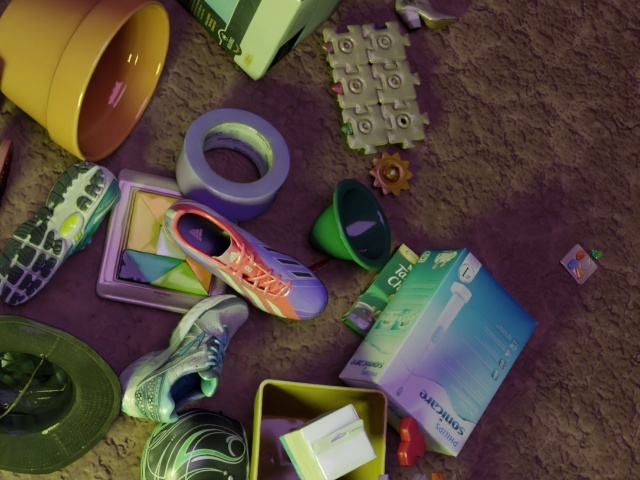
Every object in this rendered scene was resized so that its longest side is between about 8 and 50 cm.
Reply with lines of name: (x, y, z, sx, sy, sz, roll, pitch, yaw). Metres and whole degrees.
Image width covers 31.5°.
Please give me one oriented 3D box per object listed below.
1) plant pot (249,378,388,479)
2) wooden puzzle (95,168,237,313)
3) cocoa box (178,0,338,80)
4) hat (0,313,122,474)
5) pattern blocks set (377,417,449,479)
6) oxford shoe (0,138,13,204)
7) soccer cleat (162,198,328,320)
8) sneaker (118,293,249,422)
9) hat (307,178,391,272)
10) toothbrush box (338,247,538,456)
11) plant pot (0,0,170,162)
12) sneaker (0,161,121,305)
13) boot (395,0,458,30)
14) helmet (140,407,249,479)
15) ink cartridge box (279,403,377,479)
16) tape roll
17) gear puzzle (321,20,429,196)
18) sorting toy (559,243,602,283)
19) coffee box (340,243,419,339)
plant pot: (-0.024, 0.353, 1.869, 0.212, 0.187, 0.212, 8, 74, -15)
wooden puzzle: (-0.259, 0.003, 1.965, 0.221, 0.044, 0.238, 12, 73, -13)
cocoa box: (-0.080, -0.484, 1.978, 0.228, 0.347, 0.231, 46, 69, -1)
hat: (-0.482, 0.215, 1.789, 0.332, 0.134, 0.331, -6, 123, -9)
pattern blocks set: (0.163, 0.485, 1.863, 0.324, 0.026, 0.285, 65, 35, -31)
oxford shoe: (-0.610, -0.030, 1.832, 0.130, 0.123, 0.348, 25, 70, -4)
soccer cleat: (-0.126, 0.039, 1.907, 0.318, 0.116, 0.108, 34, 89, -7)
sneaker: (-0.196, 0.202, 1.862, 0.122, 0.110, 0.283, 19, 49, 34)
hat: (0.000, 0.000, 2.055, 0.208, 0.184, 0.172, -12, 82, -60)
toothbrush box: (0.209, 0.191, 1.982, 0.216, 0.126, 0.295, 44, 67, -22)
plant pot: (-0.410, -0.302, 1.888, 0.204, 0.291, 0.290, 26, 70, 8)
sneaker: (-0.426, 0.000, 1.883, 0.107, 0.110, 0.275, 37, 86, 24)
boot: (0.204, -0.457, 2.220, 0.119, 0.042, 0.086, -11, 78, -19)
helmet: (-0.209, 0.356, 1.832, 0.162, 0.169, 0.169, 3, 76, -20)
ink cartridge box: (0.013, 0.310, 1.713, 0.092, 0.143, 0.089, -25, 84, -20)
tape roll: (-0.154, -0.133, 1.986, 0.189, 0.080, 0.188, 9, 57, -14)
gear puzzle: (0.111, -0.245, 2.143, 0.176, 0.044, 0.338, -10, 82, -20)
sorting toy: (0.509, 0.037, 2.199, 0.083, 0.012, 0.062, -42, 90, -21)
coffee box: (0.134, 0.108, 2.055, 0.113, 0.040, 0.184, 41, 69, -3)
